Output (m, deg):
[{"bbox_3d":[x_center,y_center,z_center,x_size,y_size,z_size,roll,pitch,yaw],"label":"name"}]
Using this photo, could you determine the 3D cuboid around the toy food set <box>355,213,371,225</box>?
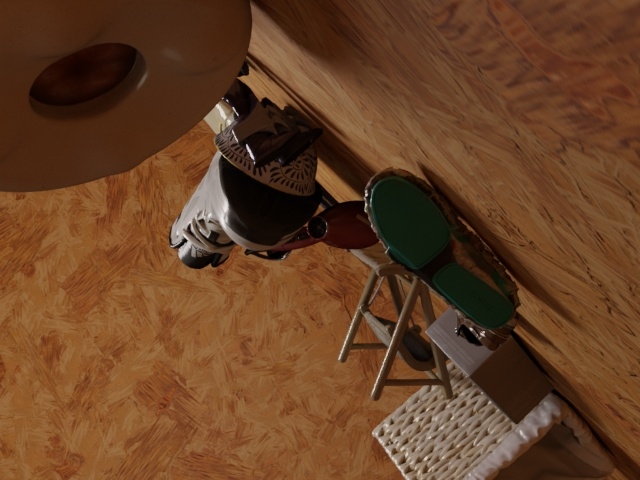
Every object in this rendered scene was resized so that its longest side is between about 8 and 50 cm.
[{"bbox_3d":[0.147,0.006,1.520,0.192,0.038,0.132,33,-179,11],"label":"toy food set"}]

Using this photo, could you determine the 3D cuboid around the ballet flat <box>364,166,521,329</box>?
[{"bbox_3d":[0.128,0.005,1.162,0.241,0.091,0.077,49,-161,-22],"label":"ballet flat"}]

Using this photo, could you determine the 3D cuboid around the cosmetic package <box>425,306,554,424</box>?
[{"bbox_3d":[0.285,0.200,1.778,0.127,0.107,0.238,46,-177,42],"label":"cosmetic package"}]

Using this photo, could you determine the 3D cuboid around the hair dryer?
[{"bbox_3d":[0.000,0.000,1.729,0.293,0.223,0.080,130,120,-77],"label":"hair dryer"}]

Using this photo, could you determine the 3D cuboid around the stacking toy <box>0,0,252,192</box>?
[{"bbox_3d":[-0.310,-0.321,1.087,0.480,0.350,0.350,63,-175,21],"label":"stacking toy"}]

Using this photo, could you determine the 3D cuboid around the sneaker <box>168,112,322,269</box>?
[{"bbox_3d":[-0.131,-0.026,1.699,0.169,0.257,0.447,26,-161,-12],"label":"sneaker"}]

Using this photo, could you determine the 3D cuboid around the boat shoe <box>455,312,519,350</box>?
[{"bbox_3d":[0.222,0.114,1.527,0.066,0.066,0.183,27,-179,-8],"label":"boat shoe"}]

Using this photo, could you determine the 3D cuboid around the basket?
[{"bbox_3d":[0.337,0.408,2.071,0.328,0.331,0.266,46,-177,-46],"label":"basket"}]

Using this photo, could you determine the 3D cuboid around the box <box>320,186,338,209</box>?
[{"bbox_3d":[0.010,-0.090,2.381,0.162,0.029,0.116,46,179,-12],"label":"box"}]

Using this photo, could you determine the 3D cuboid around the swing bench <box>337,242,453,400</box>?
[{"bbox_3d":[0.145,0.141,2.008,0.165,0.255,0.253,0,-169,-13],"label":"swing bench"}]

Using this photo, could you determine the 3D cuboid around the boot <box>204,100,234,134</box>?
[{"bbox_3d":[-0.192,-0.251,2.040,0.203,0.095,0.262,43,177,2],"label":"boot"}]

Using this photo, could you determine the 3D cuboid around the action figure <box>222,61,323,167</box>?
[{"bbox_3d":[-0.131,-0.223,1.471,0.285,0.099,0.185,47,-174,11],"label":"action figure"}]

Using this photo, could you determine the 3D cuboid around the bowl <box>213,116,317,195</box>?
[{"bbox_3d":[-0.064,-0.144,1.574,0.170,0.080,0.170,27,-161,-10],"label":"bowl"}]
